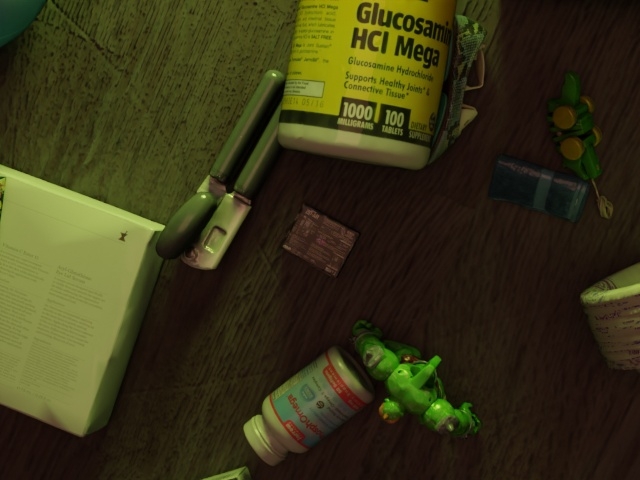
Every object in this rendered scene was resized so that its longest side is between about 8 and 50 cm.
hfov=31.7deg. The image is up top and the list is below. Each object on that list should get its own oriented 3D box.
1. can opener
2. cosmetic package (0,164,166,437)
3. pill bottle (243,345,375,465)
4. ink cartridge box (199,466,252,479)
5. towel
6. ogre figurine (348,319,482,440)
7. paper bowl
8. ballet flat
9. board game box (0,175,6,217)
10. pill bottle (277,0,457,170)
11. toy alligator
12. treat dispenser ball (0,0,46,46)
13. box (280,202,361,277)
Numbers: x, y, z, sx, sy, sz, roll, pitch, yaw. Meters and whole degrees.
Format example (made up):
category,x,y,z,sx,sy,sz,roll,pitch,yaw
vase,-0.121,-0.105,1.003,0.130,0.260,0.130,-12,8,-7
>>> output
category,x,y,z,sx,sy,sz,roll,pitch,yaw
can opener,-0.106,-0.085,1.435,0.074,0.093,0.280,32,92,8
cosmetic package,-0.418,0.054,1.485,0.377,0.097,0.284,20,96,9
pill bottle,-0.016,0.211,1.424,0.160,0.087,0.087,-39,85,9
ink cartridge box,-0.124,0.477,1.465,0.165,0.065,0.332,-19,89,9
towel,0.266,-0.064,1.378,0.120,0.067,0.029,19,51,12
ogre figurine,0.112,0.175,1.385,0.097,0.118,0.197,-30,86,10
paper bowl,0.442,0.077,1.240,0.284,0.284,0.148,-20,89,10
ballet flat,0.170,-0.182,1.396,0.070,0.070,0.188,12,98,9
board game box,-0.535,-0.034,1.445,0.260,0.030,0.136,9,94,10
pill bottle,0.064,-0.260,1.344,0.188,0.188,0.333,10,93,9
toy alligator,0.311,-0.113,1.379,0.051,0.056,0.189,-3,111,44
treat dispenser ball,-0.468,-0.365,1.383,0.288,0.288,0.288,0,92,10
box,0.000,0.000,1.449,0.083,0.018,0.067,28,96,8
